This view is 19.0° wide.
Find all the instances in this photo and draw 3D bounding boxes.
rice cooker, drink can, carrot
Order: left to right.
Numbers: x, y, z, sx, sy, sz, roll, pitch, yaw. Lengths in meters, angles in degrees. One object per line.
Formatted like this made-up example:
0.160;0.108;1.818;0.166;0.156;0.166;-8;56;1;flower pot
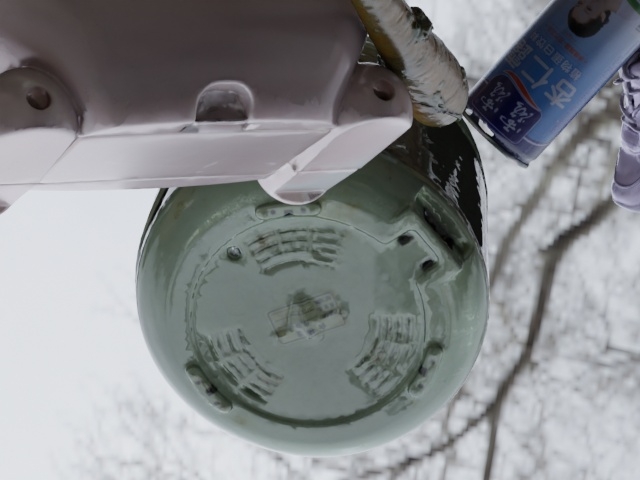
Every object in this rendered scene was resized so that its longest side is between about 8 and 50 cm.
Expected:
-0.001;-0.001;1.517;0.288;0.288;0.277;5;-152;2;rice cooker
0.046;-0.129;1.180;0.049;0.254;0.049;-6;-110;17;carrot
0.243;-0.185;1.836;0.097;0.235;0.097;39;-166;-12;drink can

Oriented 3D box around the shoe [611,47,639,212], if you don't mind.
0.361;-0.150;2.036;0.137;0.245;0.095;24;-166;-20;shoe

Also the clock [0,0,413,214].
-0.118;-0.193;1.212;0.342;0.184;0.326;-1;-112;-33;clock
